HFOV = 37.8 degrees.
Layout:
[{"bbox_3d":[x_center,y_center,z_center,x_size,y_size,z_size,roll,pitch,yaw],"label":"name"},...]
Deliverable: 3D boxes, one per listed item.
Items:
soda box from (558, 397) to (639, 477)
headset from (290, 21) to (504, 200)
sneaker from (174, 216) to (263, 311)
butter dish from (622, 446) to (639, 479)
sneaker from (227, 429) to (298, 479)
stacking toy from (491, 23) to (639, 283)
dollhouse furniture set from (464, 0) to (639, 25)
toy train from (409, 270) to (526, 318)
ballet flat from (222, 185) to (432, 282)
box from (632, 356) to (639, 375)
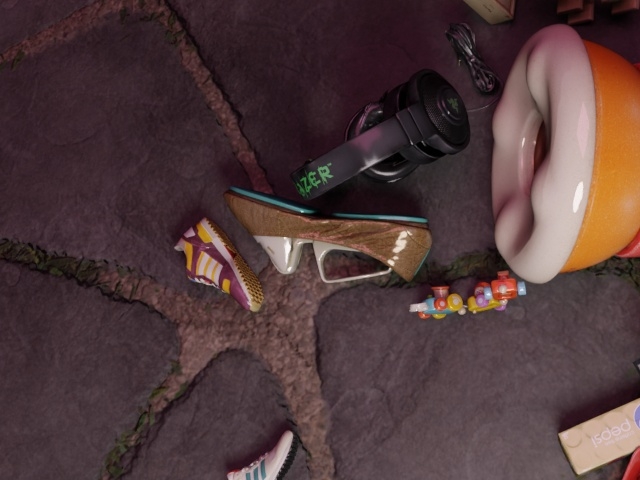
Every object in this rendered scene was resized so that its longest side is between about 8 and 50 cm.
[{"bbox_3d":[0.417,0.257,1.268,0.181,0.058,0.061,-24,68,4],"label":"soda box"},{"bbox_3d":[0.118,-0.191,1.407,0.394,0.243,0.185,-29,93,-28],"label":"headset"},{"bbox_3d":[-0.162,0.054,1.482,0.084,0.069,0.185,-39,61,8],"label":"sneaker"},{"bbox_3d":[0.452,0.352,1.158,0.160,0.118,0.160,25,77,10],"label":"butter dish"},{"bbox_3d":[-0.095,0.341,1.365,0.075,0.057,0.161,26,82,15],"label":"sneaker"},{"bbox_3d":[0.496,-0.104,1.291,0.479,0.350,0.351,4,71,-5],"label":"stacking toy"},{"bbox_3d":[0.352,-0.453,1.450,0.242,0.212,0.161,-4,70,41],"label":"dollhouse furniture set"},{"bbox_3d":[0.212,0.074,1.346,0.166,0.125,0.046,-10,72,15],"label":"toy train"},{"bbox_3d":[0.000,0.000,1.446,0.342,0.116,0.124,10,93,13],"label":"ballet flat"},{"bbox_3d":[0.528,0.184,1.214,0.180,0.077,0.147,-13,65,-23],"label":"box"}]
